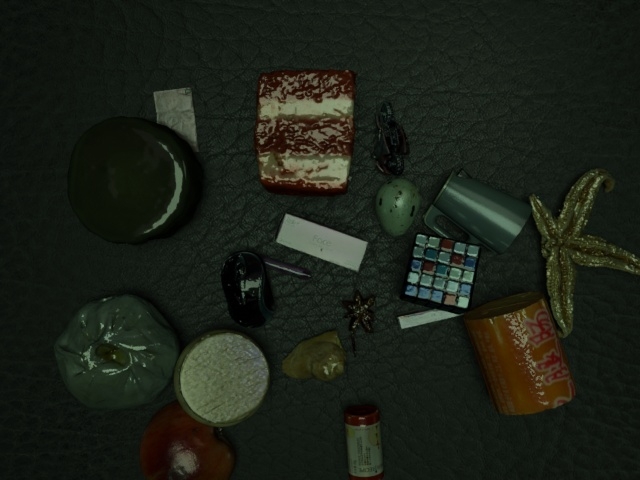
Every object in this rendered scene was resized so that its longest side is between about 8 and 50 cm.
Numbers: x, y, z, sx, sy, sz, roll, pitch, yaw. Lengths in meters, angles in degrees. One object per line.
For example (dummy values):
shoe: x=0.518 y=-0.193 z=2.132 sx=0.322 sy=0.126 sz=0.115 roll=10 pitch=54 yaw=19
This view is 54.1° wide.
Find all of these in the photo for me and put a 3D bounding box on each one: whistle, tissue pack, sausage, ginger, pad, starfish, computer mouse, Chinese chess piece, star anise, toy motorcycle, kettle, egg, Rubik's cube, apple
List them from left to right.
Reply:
pad: x=-0.419 y=-0.345 z=1.825 sx=0.113 sy=0.006 sz=0.187 roll=-7 pitch=94 yaw=1
apple: x=-0.385 y=0.620 z=1.793 sx=0.251 sy=0.163 sz=0.293 roll=-33 pitch=93 yaw=4
Chinese chess piece: x=-0.276 y=0.386 z=1.770 sx=0.270 sy=0.112 sz=0.270 roll=2 pitch=80 yaw=-13
computer mouse: x=-0.212 y=0.147 z=1.786 sx=0.137 sy=0.096 sz=0.233 roll=-10 pitch=102 yaw=6
whistle: x=-0.107 y=0.079 z=1.823 sx=0.176 sy=0.033 sz=0.033 roll=18 pitch=93 yaw=1
ginger: x=-0.018 y=0.360 z=1.799 sx=0.193 sy=0.122 sz=0.115 roll=-26 pitch=112 yaw=8
tissue pack: x=0.000 y=0.000 z=1.762 sx=0.246 sy=0.148 sz=0.092 roll=19 pitch=92 yaw=-1
star anise: x=0.110 y=0.240 z=1.810 sx=0.097 sy=0.070 sz=0.190 roll=0 pitch=95 yaw=-1
toy motorcycle: x=0.193 y=-0.277 z=1.770 sx=0.082 sy=0.122 sz=0.213 roll=-5 pitch=79 yaw=-21
egg: x=0.219 y=-0.093 z=1.762 sx=0.131 sy=0.131 sz=0.164 roll=-4 pitch=106 yaw=2
Rubik's cube: x=0.327 y=0.093 z=1.717 sx=0.184 sy=0.187 sz=0.182 roll=14 pitch=83 yaw=6
kettle: x=0.430 y=-0.069 z=1.763 sx=0.243 sy=0.160 sz=0.210 roll=31 pitch=122 yaw=6
sausage: x=0.549 y=0.308 z=1.721 sx=0.233 sy=0.233 sz=0.287 roll=-19 pitch=93 yaw=2
starfish: x=0.752 y=0.029 z=1.773 sx=0.324 sy=0.082 sz=0.432 roll=-16 pitch=87 yaw=-1

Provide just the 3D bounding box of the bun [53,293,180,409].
bun: x=-0.581 y=0.325 z=1.767 sx=0.354 sy=0.194 sz=0.354 roll=0 pitch=91 yaw=1

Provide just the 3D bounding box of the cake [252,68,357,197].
cake: x=-0.039 y=-0.280 z=1.686 sx=0.270 sy=0.269 sz=0.319 roll=1 pitch=92 yaw=1

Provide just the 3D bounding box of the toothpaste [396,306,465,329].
toothpaste: x=0.318 y=0.213 z=1.812 sx=0.196 sy=0.047 sz=0.040 roll=-14 pitch=96 yaw=2

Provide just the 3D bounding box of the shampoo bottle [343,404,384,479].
shampoo bottle: x=0.128 y=0.626 z=1.808 sx=0.104 sy=0.104 sz=0.278 roll=-4 pitch=93 yaw=2

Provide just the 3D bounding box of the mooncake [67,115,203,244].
mooncake: x=-0.512 y=-0.164 z=1.745 sx=0.356 sy=0.194 sz=0.356 roll=0 pitch=89 yaw=4
